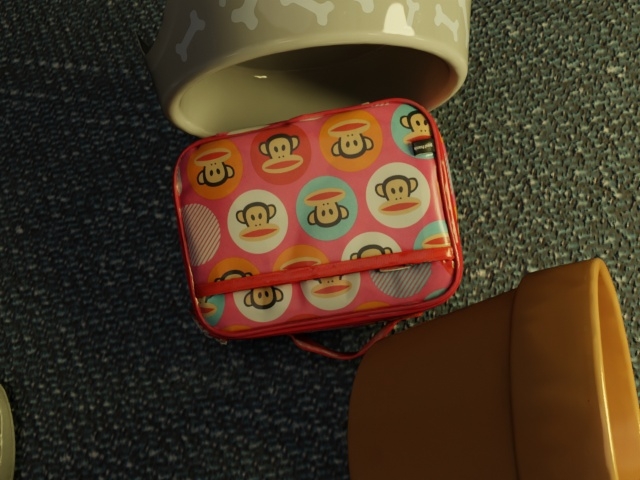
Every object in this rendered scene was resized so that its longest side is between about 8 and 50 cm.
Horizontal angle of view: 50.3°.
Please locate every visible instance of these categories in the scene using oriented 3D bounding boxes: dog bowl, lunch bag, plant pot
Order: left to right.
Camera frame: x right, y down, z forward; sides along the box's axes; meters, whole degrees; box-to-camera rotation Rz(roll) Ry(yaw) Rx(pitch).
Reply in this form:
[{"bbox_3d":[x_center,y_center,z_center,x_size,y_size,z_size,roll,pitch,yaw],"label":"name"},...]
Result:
[{"bbox_3d":[-0.011,-0.186,0.697,0.349,0.349,0.102,-9,83,9],"label":"dog bowl"},{"bbox_3d":[0.000,0.000,0.731,0.293,0.120,0.258,-10,86,10],"label":"lunch bag"},{"bbox_3d":[0.155,0.174,0.574,0.204,0.291,0.290,-11,68,26],"label":"plant pot"}]

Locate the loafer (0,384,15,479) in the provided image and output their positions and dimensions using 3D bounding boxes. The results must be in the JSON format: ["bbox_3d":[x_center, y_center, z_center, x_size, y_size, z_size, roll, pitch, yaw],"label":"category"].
[{"bbox_3d":[-0.412,0.303,0.726,0.112,0.111,0.319,-1,71,12],"label":"loafer"}]
